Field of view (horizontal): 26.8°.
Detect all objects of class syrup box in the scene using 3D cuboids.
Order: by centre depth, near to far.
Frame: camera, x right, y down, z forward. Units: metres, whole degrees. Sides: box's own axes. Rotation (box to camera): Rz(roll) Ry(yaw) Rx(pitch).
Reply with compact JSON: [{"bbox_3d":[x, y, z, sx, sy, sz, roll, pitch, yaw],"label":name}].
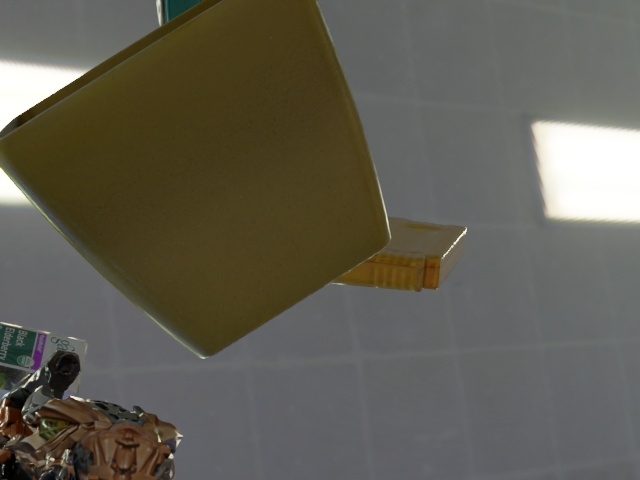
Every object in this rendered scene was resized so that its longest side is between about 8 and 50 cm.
[{"bbox_3d":[-0.367,0.139,1.379,0.236,0.096,0.093,13,-150,-11],"label":"syrup box"}]

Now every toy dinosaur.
[{"bbox_3d":[-0.135,0.169,0.555,0.164,0.322,0.218,5,-116,-7],"label":"toy dinosaur"}]

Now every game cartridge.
[{"bbox_3d":[0.000,0.000,1.609,0.285,0.323,0.053,-35,-51,-75],"label":"game cartridge"}]

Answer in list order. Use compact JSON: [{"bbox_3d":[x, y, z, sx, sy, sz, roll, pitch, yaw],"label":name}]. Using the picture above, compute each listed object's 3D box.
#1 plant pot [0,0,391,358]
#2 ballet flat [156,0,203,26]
[{"bbox_3d":[-0.069,-0.049,0.882,0.212,0.212,0.187,-32,-78,-1],"label":"plant pot"},{"bbox_3d":[-0.119,-0.241,1.099,0.057,0.052,0.168,-3,-65,-19],"label":"ballet flat"}]
